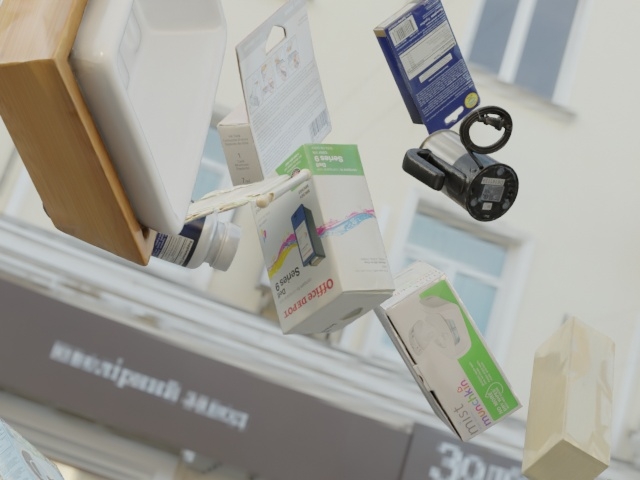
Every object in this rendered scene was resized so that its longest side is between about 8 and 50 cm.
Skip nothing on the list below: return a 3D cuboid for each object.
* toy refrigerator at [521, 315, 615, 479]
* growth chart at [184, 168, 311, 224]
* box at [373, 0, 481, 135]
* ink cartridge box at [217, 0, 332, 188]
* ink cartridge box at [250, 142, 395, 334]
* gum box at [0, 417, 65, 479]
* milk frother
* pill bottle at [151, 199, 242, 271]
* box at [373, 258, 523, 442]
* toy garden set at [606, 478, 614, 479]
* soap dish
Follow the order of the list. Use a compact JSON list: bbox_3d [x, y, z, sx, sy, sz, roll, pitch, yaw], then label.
[{"bbox_3d":[0.377,0.249,2.096,0.094,0.269,0.102,31,-53,-11],"label":"toy refrigerator"},{"bbox_3d":[-0.127,-0.045,1.752,0.237,0.172,0.021,-14,-79,34],"label":"growth chart"},{"bbox_3d":[0.185,-0.296,2.391,0.036,0.136,0.225,12,-46,53],"label":"box"},{"bbox_3d":[-0.081,-0.240,2.283,0.066,0.296,0.261,-2,-64,23],"label":"ink cartridge box"},{"bbox_3d":[0.000,0.000,1.826,0.093,0.212,0.154,-2,-22,-35],"label":"ink cartridge box"},{"bbox_3d":[-0.393,0.349,1.961,0.184,0.041,0.157,48,-5,44],"label":"gum box"},{"bbox_3d":[0.195,-0.121,1.867,0.129,0.143,0.135,24,11,-37],"label":"milk frother"},{"bbox_3d":[-0.201,-0.015,1.965,0.169,0.094,0.094,20,-20,-13],"label":"pill bottle"},{"bbox_3d":[0.199,0.181,2.357,0.262,0.127,0.231,59,-4,-7],"label":"box"},{"bbox_3d":[0.510,0.519,2.371,0.244,0.203,0.049,18,19,23],"label":"toy garden set"},{"bbox_3d":[-0.171,-0.160,1.157,0.118,0.291,0.229,-2,-41,13],"label":"soap dish"}]
